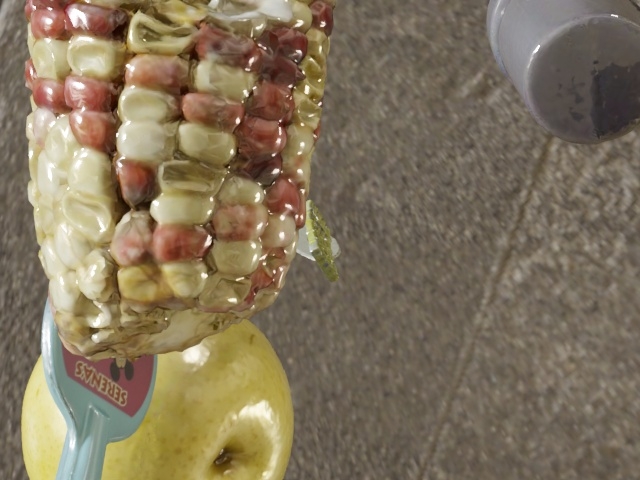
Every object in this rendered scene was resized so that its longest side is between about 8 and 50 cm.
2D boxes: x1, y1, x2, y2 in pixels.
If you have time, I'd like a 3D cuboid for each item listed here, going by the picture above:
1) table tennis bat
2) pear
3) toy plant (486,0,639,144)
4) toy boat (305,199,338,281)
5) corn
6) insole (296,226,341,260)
[{"bbox_3d":[-0.186,0.127,1.084,0.040,0.244,0.153,-9,147,25],"label":"table tennis bat"},{"bbox_3d":[-0.198,0.225,1.617,0.348,0.348,0.348,-3,109,-8],"label":"pear"},{"bbox_3d":[0.291,-0.252,1.525,0.279,0.400,0.185,39,114,-19],"label":"toy plant"},{"bbox_3d":[0.000,0.000,1.700,0.016,0.115,0.063,-26,123,10],"label":"toy boat"},{"bbox_3d":[-0.041,-0.107,0.382,0.098,0.098,0.290,3,90,-10],"label":"corn"},{"bbox_3d":[-0.012,-0.003,1.889,0.063,0.192,0.010,-10,109,-7],"label":"insole"}]
